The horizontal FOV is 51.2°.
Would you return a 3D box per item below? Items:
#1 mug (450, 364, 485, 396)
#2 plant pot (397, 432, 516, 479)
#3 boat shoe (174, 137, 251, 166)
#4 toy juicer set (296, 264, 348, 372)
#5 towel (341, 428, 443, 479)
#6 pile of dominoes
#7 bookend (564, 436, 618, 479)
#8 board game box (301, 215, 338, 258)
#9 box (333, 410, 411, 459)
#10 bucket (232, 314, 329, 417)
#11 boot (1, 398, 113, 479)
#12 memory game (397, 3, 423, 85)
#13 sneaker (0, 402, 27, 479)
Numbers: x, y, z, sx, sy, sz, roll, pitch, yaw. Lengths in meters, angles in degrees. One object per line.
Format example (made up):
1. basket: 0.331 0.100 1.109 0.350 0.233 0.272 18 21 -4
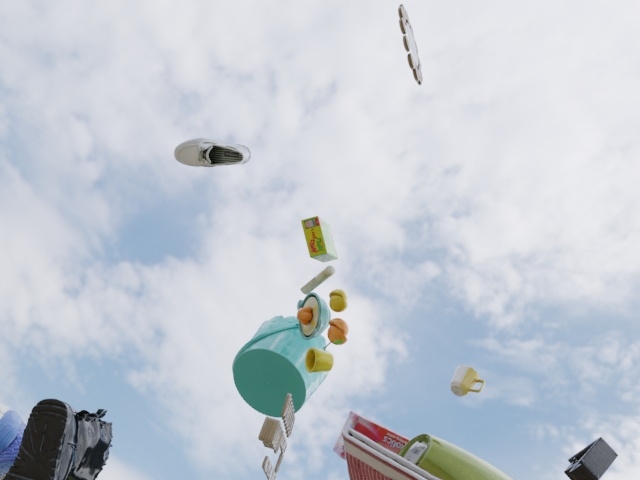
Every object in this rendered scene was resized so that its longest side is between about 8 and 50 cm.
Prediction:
1. mug: 0.356 0.349 1.647 0.062 0.064 0.078 52 -41 -6
2. plant pot: 0.314 0.603 1.575 0.293 0.274 0.275 44 -44 -5
3. boat shoe: -0.313 -0.250 1.889 0.227 0.076 0.083 -2 -78 9
4. toy juicer set: -0.008 0.186 1.854 0.090 0.328 0.209 12 -50 -25
5. towel: 0.147 0.461 1.051 0.237 0.037 0.328 18 -51 40
6. pile of dominoes: -0.120 0.521 1.758 0.040 0.195 0.251 15 -29 10
7. bookend: 0.789 0.687 2.006 0.072 0.156 0.157 49 -47 20
8. board game box: 0.000 0.000 1.630 0.043 0.181 0.092 -16 -98 8
9. box: 0.182 0.598 1.886 0.257 0.128 0.122 28 -10 -7
10. bucket: -0.122 0.386 2.027 0.281 0.183 0.280 8 -66 19
11. boot: -0.212 0.189 0.541 0.045 0.121 0.099 7 -25 7
12. memory game: 0.202 -0.440 1.502 0.012 0.186 0.186 -12 -61 18
13. sneaker: -0.317 0.318 0.720 0.147 0.129 0.329 24 -48 7
